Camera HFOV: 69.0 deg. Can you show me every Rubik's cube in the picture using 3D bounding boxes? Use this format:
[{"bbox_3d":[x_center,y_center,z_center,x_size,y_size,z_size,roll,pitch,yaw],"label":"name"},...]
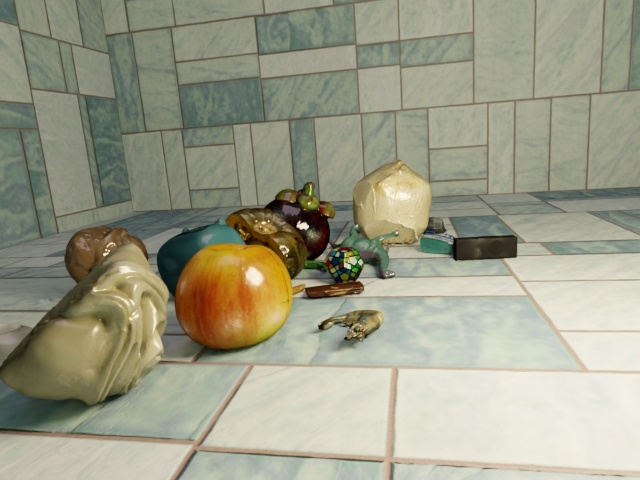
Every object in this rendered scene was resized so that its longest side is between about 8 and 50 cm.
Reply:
[{"bbox_3d":[0.079,0.082,1.525,0.133,0.133,0.111,5,-11,38],"label":"Rubik's cube"}]

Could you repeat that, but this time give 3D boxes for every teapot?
[{"bbox_3d":[-0.725,0.248,1.092,0.226,0.093,0.145,0,13,5],"label":"teapot"}]

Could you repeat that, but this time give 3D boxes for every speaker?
[{"bbox_3d":[0.595,0.027,1.684,0.217,0.082,0.044,-2,11,3],"label":"speaker"}]

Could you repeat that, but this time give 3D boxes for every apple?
[{"bbox_3d":[-0.205,0.126,1.123,0.285,0.233,0.286,-4,11,1],"label":"apple"}]

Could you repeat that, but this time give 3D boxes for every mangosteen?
[{"bbox_3d":[-0.098,-0.061,1.806,0.299,0.301,0.300,-4,12,1],"label":"mangosteen"}]

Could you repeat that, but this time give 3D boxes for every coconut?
[{"bbox_3d":[0.310,-0.168,2.032,0.345,0.361,0.346,-2,11,0],"label":"coconut"}]

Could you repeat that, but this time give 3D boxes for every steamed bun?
[{"bbox_3d":[-0.429,0.186,0.934,0.310,0.219,0.324,-45,16,-8],"label":"steamed bun"}]

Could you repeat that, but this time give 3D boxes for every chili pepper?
[{"bbox_3d":[-0.013,0.093,1.707,0.117,0.035,0.055,15,33,32],"label":"chili pepper"}]

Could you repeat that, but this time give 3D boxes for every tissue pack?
[{"bbox_3d":[-0.375,0.056,1.468,0.287,0.206,0.198,-12,12,39],"label":"tissue pack"}]

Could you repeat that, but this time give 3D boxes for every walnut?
[{"bbox_3d":[-0.738,0.065,1.614,0.272,0.227,0.273,-2,15,1],"label":"walnut"}]

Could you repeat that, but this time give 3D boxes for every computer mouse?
[{"bbox_3d":[0.538,-0.082,2.236,0.125,0.071,0.231,-2,11,11],"label":"computer mouse"}]

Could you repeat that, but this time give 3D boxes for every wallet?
[{"bbox_3d":[0.043,0.151,1.424,0.175,0.026,0.095,-5,6,-6],"label":"wallet"}]

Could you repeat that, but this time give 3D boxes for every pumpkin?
[{"bbox_3d":[-0.196,0.027,1.622,0.317,0.222,0.139,33,39,23],"label":"pumpkin"}]

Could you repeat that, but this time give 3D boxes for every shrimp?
[{"bbox_3d":[0.070,0.204,1.125,0.150,0.051,0.217,-3,4,21],"label":"shrimp"}]

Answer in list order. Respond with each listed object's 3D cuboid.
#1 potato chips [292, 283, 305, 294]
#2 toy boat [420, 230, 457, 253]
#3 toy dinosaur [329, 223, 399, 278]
[{"bbox_3d":[-0.109,0.167,1.401,0.037,0.026,0.204,5,14,30],"label":"potato chips"},{"bbox_3d":[0.484,0.002,1.811,0.174,0.091,0.110,10,34,34],"label":"toy boat"},{"bbox_3d":[0.126,0.054,1.721,0.382,0.130,0.331,0,21,25],"label":"toy dinosaur"}]
